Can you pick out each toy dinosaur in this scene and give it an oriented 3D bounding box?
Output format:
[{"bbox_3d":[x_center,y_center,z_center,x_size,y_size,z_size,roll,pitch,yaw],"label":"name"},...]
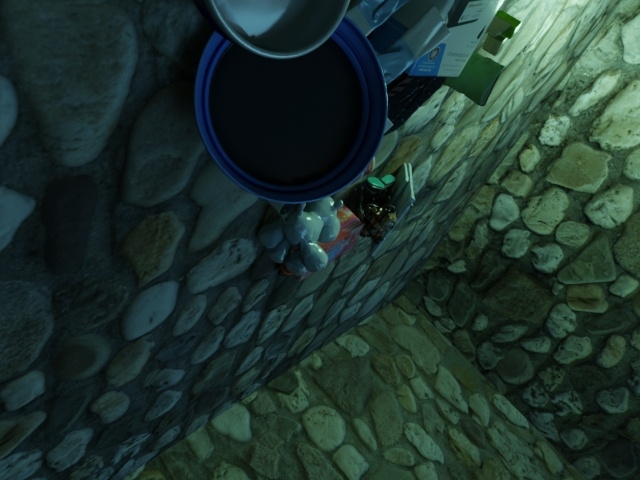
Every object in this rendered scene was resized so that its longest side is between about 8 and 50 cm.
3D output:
[{"bbox_3d":[0.195,-0.086,1.745,0.164,0.219,0.321,8,164,-38],"label":"toy dinosaur"}]

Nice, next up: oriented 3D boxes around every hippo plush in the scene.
[{"bbox_3d":[-0.058,-0.055,1.496,0.237,0.234,0.295,-51,134,-44],"label":"hippo plush"}]

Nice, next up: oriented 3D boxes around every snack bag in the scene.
[{"bbox_3d":[0.282,-0.129,1.860,0.323,0.037,0.343,-57,-168,33],"label":"snack bag"}]

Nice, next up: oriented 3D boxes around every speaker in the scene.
[{"bbox_3d":[-0.133,-0.132,1.249,0.055,0.136,0.055,-36,156,-19],"label":"speaker"}]

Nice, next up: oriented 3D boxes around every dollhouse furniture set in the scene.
[{"bbox_3d":[0.458,-0.565,1.417,0.151,0.197,0.302,-34,155,-26],"label":"dollhouse furniture set"}]

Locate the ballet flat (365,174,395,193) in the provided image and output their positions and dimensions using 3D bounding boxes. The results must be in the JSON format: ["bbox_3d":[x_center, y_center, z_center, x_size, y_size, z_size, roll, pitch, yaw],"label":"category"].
[{"bbox_3d":[0.235,-0.220,1.821,0.203,0.074,0.074,-19,148,-50],"label":"ballet flat"}]

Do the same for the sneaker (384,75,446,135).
[{"bbox_3d":[0.257,-0.438,1.435,0.318,0.112,0.131,-36,-170,9],"label":"sneaker"}]

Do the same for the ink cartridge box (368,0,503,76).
[{"bbox_3d":[0.334,-0.632,1.126,0.285,0.166,0.395,-20,148,-45],"label":"ink cartridge box"}]

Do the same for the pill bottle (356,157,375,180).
[{"bbox_3d":[0.059,-0.228,1.431,0.221,0.121,0.121,-32,155,-28],"label":"pill bottle"}]

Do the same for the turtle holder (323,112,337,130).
[{"bbox_3d":[-0.052,-0.262,1.090,0.319,0.244,0.227,-15,149,19],"label":"turtle holder"}]

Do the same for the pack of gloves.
[{"bbox_3d":[0.154,-0.491,1.054,0.232,0.195,0.046,-34,-156,19],"label":"pack of gloves"}]

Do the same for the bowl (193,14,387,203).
[{"bbox_3d":[-0.057,-0.272,0.905,0.391,0.391,0.077,-42,-159,-6],"label":"bowl"}]

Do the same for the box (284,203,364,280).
[{"bbox_3d":[0.000,0.000,1.705,0.299,0.142,0.154,-30,155,-31],"label":"box"}]

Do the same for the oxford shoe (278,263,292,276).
[{"bbox_3d":[-0.061,0.064,1.814,0.271,0.097,0.098,-25,171,-30],"label":"oxford shoe"}]

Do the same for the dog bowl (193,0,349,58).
[{"bbox_3d":[-0.078,-0.438,0.717,0.264,0.104,0.265,-18,127,-25],"label":"dog bowl"}]

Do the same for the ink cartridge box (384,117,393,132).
[{"bbox_3d":[0.122,-0.361,1.312,0.104,0.062,0.181,-43,143,16],"label":"ink cartridge box"}]
